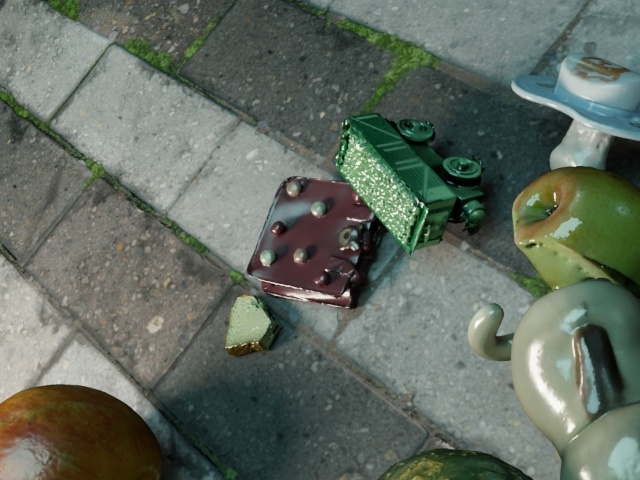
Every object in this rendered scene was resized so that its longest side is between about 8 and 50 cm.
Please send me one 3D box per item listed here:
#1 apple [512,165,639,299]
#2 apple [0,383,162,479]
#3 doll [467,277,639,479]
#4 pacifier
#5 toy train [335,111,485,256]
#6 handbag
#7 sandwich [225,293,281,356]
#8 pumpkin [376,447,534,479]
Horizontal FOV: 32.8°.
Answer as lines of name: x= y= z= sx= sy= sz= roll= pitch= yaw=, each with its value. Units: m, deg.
apple: x=0.360 y=-0.009 z=1.441 sx=0.174 sy=0.188 sz=0.207 roll=-35 pitch=38 yaw=12
apple: x=-0.384 y=0.358 z=1.667 sx=0.301 sy=0.301 sz=0.301 roll=-17 pitch=55 yaw=25
doll: x=0.356 y=0.208 z=1.303 sx=0.226 sy=0.215 sz=0.370 roll=-35 pitch=52 yaw=12
pacifier: x=0.396 y=-0.148 z=1.544 sx=0.279 sy=0.227 sz=0.207 roll=37 pitch=120 yaw=48
toy train: x=0.141 y=-0.104 z=1.671 sx=0.269 sy=0.154 sz=0.115 roll=52 pitch=142 yaw=36
handbag: x=-0.002 y=-0.001 z=1.767 sx=0.216 sy=0.074 sz=0.203 roll=8 pitch=69 yaw=37
sandwich: x=-0.109 y=0.134 z=1.781 sx=0.093 sy=0.036 sz=0.105 roll=-16 pitch=54 yaw=27
pumpkin: x=0.154 y=0.410 z=1.263 sx=0.291 sy=0.257 sz=0.327 roll=-134 pitch=60 yaw=-81
